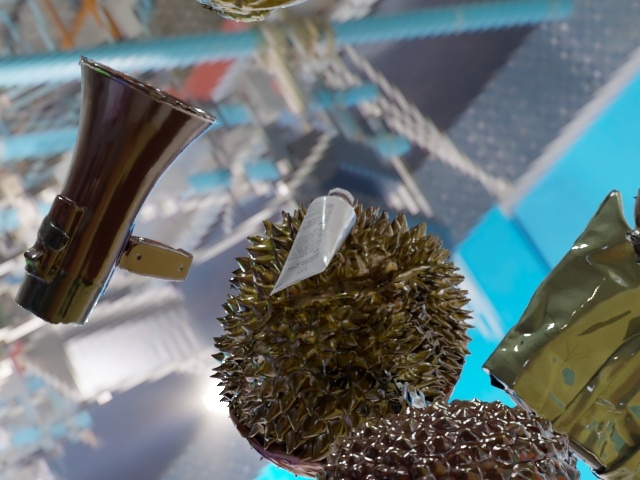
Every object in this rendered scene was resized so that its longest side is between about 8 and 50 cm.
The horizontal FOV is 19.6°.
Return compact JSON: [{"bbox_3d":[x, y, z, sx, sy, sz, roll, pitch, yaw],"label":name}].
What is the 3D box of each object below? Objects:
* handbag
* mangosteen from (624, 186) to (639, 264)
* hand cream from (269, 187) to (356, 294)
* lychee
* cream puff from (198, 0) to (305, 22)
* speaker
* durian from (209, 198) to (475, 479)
[{"bbox_3d":[0.349,0.137,2.028,0.253,0.316,0.109,-51,21,-6],"label":"handbag"},{"bbox_3d":[0.374,-0.028,1.686,0.172,0.172,0.184,-38,0,19],"label":"mangosteen"},{"bbox_3d":[0.000,0.000,1.979,0.084,0.053,0.142,-26,28,42],"label":"hand cream"},{"bbox_3d":[0.119,0.261,1.761,0.271,0.271,0.271,-27,-21,-11],"label":"lychee"},{"bbox_3d":[-0.071,-0.369,2.236,0.221,0.194,0.194,-62,-27,7],"label":"cream puff"},{"bbox_3d":[-0.266,-0.057,2.398,0.329,0.198,0.259,-67,-12,10],"label":"speaker"},{"bbox_3d":[0.024,0.122,2.196,0.347,0.347,0.384,-20,-22,-29],"label":"durian"}]
